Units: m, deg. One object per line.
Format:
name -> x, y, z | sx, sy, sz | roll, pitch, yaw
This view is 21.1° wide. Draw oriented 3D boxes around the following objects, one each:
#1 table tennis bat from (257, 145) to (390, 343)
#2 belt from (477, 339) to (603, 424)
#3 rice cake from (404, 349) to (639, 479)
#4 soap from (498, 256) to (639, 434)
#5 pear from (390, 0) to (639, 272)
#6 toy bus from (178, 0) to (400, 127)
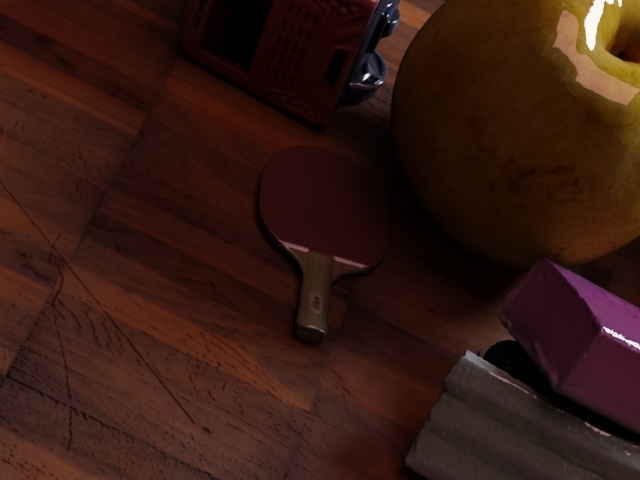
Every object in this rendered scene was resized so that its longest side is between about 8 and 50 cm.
table tennis bat -> 0.000, 0.000, 1.645 | 0.138, 0.022, 0.246 | 19, 44, -11
belt -> 0.195, 0.154, 1.581 | 0.140, 0.058, 0.105 | 35, 41, 3
rice cake -> 0.199, 0.201, 1.512 | 0.237, 0.127, 0.043 | 25, 7, -3
soap -> 0.306, 0.125, 1.572 | 0.259, 0.081, 0.181 | 29, 12, -18
pear -> 0.219, -0.121, 1.661 | 0.314, 0.314, 0.314 | 15, 47, -16
toy bus -> 0.020, -0.335, 1.819 | 0.233, 0.203, 0.427 | 24, 47, 0
